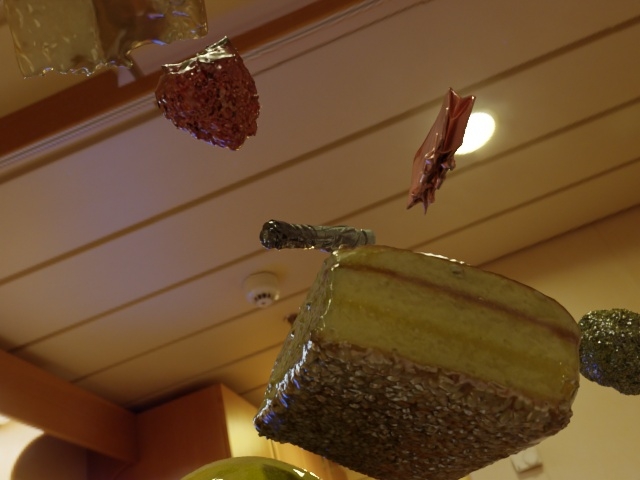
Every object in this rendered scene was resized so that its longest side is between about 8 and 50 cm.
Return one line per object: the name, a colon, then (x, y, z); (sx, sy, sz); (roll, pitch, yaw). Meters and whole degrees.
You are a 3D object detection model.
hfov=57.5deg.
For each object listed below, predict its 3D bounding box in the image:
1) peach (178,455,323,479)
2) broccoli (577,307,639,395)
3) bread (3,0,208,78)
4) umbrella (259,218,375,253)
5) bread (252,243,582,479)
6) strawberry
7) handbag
peach: (-0.074, 0.302, 0.488); (0.231, 0.230, 0.231); (-11, -36, -8)
broccoli: (0.444, 0.164, 0.862); (0.131, 0.130, 0.120); (-13, -8, 41)
bread: (-0.213, -0.299, 0.596); (0.184, 0.211, 0.223); (-5, -63, -4)
umbrella: (0.000, 0.000, 0.840); (0.188, 0.050, 0.046); (3, -8, -37)
bread: (0.061, 0.105, 0.453); (0.184, 0.110, 0.234); (19, -35, -6)
strawberry: (-0.202, -0.266, 1.112); (0.184, 0.187, 0.201); (-27, -75, 18)
handbag: (0.218, -0.163, 1.089); (0.059, 0.157, 0.212); (19, -32, 2)
